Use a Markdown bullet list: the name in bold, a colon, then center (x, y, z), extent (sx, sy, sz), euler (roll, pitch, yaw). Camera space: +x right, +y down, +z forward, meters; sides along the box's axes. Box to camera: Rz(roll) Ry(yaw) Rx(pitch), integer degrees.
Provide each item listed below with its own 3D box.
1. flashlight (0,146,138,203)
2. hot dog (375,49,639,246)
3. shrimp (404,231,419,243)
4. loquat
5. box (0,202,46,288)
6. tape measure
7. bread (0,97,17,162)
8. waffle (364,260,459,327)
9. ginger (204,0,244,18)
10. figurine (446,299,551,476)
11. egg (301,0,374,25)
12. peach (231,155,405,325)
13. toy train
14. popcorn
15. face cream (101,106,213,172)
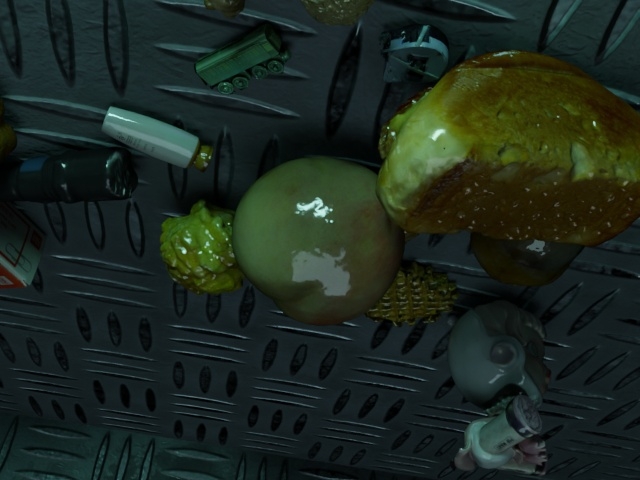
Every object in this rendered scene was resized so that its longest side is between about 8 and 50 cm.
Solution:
- **flashlight**: center (-0.535, -0.104, 1.247), extent (0.423, 0.103, 0.103), euler (-4, 144, 15)
- **hot dog**: center (0.262, -0.130, 0.943), extent (0.404, 0.223, 0.185), euler (4, 146, -20)
- **shrimp**: center (0.085, -0.018, 1.301), extent (0.154, 0.062, 0.294), euler (30, 138, -11)
- **loquat**: center (0.345, -0.009, 1.150), extent (0.179, 0.179, 0.227), euler (6, 164, 1)
- **box**: center (-0.649, -0.003, 1.381), extent (0.099, 0.133, 0.182), euler (-5, 143, 16)
- **tape measure**: center (0.128, -0.255, 0.944), extent (0.094, 0.054, 0.091), euler (2, 152, 11)
- **bread**: center (-0.623, -0.191, 1.103), extent (0.232, 0.135, 0.247), euler (-24, 132, 20)
- **waffle**: center (0.177, 0.121, 1.491), extent (0.231, 0.051, 0.228), euler (25, 139, -25)
- **ginger**: center (-0.103, -0.355, 0.823), extent (0.137, 0.074, 0.213), euler (6, 143, 18)
- **figurine**: center (0.370, 0.290, 1.434), extent (0.210, 0.362, 0.253), euler (3, 141, 8)
- **egg**: center (0.024, -0.321, 0.810), extent (0.116, 0.118, 0.140), euler (7, 134, 2)
- **peach**: center (0.001, 0.001, 1.144), extent (0.292, 0.247, 0.292), euler (17, 127, 24)
- **toy train**: center (-0.113, -0.258, 0.998), extent (0.147, 0.038, 0.071), euler (-16, 137, 31)
- **popcorn**: center (-0.203, 0.008, 1.285), extent (0.197, 0.198, 0.156), euler (18, 129, -16)
- **face cream**: center (-0.269, -0.167, 1.145), extent (0.182, 0.051, 0.072), euler (21, 142, -18)
